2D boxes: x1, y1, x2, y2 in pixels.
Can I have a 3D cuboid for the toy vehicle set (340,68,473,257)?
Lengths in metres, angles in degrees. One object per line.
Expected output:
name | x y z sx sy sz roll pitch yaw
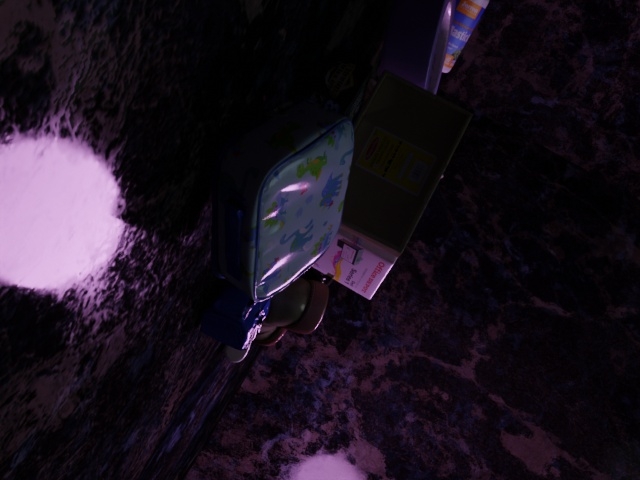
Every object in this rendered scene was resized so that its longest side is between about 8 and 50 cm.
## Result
toy vehicle set | 0.115 -0.127 1.015 0.267 0.165 0.035 -61 177 -11

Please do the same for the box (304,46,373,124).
box | -0.028 -0.111 1.010 0.296 0.073 0.293 -60 177 -14

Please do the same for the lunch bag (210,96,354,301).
lunch bag | -0.048 -0.045 0.725 0.176 0.090 0.219 -40 152 -37

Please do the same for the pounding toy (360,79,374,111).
pounding toy | 0.104 -0.246 1.322 0.094 0.206 0.181 -18 -140 26

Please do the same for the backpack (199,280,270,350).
backpack | -0.137 0.115 1.098 0.120 0.097 0.101 -55 170 -49

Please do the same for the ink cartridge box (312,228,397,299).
ink cartridge box | 0.070 0.010 1.713 0.117 0.278 0.201 -58 176 -38

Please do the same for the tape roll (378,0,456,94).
tape roll | 0.187 -0.367 1.197 0.275 0.090 0.275 13 90 -78

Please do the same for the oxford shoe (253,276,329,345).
oxford shoe | -0.124 0.134 1.354 0.397 0.146 0.141 -32 -140 59

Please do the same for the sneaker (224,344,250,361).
sneaker | -0.181 0.213 1.620 0.212 0.080 0.094 -52 -173 -11

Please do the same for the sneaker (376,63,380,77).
sneaker | 0.189 -0.443 1.462 0.085 0.058 0.152 -51 177 -30

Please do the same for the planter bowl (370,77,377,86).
planter bowl | 0.129 -0.289 1.500 0.162 0.109 0.162 -59 176 -6

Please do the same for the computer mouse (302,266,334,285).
computer mouse | 0.000 0.000 1.436 0.060 0.184 0.262 -25 -167 24

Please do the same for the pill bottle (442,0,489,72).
pill bottle | 0.325 -0.577 1.570 0.272 0.152 0.152 -62 176 26
